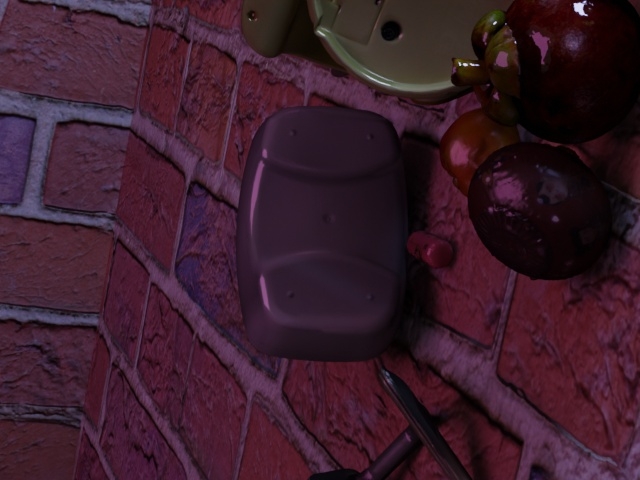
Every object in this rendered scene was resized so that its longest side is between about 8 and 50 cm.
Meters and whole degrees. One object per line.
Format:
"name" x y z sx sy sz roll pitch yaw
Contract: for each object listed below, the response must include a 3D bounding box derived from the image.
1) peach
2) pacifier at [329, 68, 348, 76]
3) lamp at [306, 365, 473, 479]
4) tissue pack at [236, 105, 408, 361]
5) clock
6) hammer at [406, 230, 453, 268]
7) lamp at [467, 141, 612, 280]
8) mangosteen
"peach" 0.191 -0.105 1.728 0.100 0.100 0.101 -173 90 -69
"pacifier" 0.054 -0.266 2.181 0.078 0.081 0.099 54 141 21
"lamp" 0.108 0.303 1.829 0.203 0.124 0.283 59 139 28
"tissue pack" 0.000 0.000 1.997 0.236 0.229 0.333 114 158 -71
"clock" 0.106 -0.287 1.614 0.117 0.348 0.286 -59 -9 -62
"hammer" 0.141 0.012 1.891 0.083 0.043 0.043 -153 71 -67
"lamp" 0.233 -0.038 1.535 0.135 0.156 0.157 -48 15 -26
"mangosteen" 0.230 -0.179 1.489 0.200 0.199 0.200 -173 90 -69
